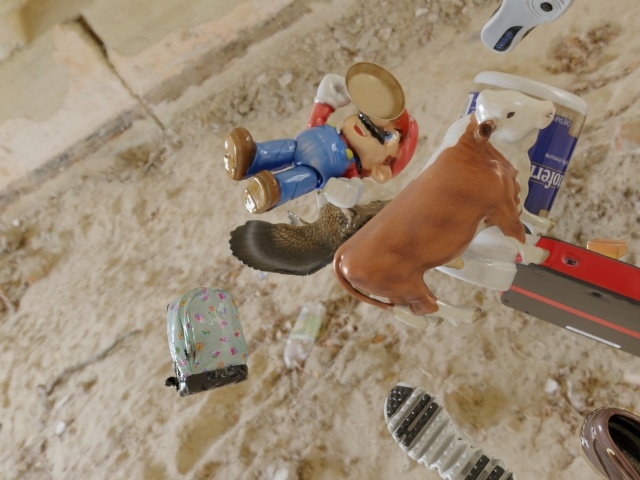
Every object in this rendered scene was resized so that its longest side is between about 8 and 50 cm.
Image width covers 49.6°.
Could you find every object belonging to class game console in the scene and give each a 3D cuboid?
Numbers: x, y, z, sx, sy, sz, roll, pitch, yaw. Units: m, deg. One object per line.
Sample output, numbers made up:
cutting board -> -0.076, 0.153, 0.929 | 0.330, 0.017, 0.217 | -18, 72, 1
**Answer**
game console -> 0.512, 0.119, 1.210 | 0.387, 0.342, 0.060 | 22, 77, 16

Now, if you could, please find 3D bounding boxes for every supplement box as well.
supplement box -> 0.693, 0.114, 1.692 | 0.078, 0.233, 0.080 | 7, 11, 36

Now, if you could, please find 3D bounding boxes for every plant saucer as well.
plant saucer -> 0.063, -0.176, 0.830 | 0.083, 0.083, 0.015 | -58, 9, -35

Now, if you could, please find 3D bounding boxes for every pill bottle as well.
pill bottle -> 0.236, -0.077, 0.921 | 0.153, 0.153, 0.264 | 40, 115, 63

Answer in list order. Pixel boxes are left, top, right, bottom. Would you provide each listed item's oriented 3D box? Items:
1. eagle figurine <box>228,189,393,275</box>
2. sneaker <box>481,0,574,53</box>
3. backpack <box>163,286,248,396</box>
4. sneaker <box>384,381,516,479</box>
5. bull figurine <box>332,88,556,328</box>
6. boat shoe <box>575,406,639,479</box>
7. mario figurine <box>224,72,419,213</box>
eagle figurine -> 0.001, -0.009, 1.366 | 0.298, 0.226, 0.225 | -26, 34, 38
sneaker -> 0.320, -0.370, 1.014 | 0.121, 0.079, 0.217 | -55, 8, -16
backpack -> -0.202, 0.175, 1.240 | 0.152, 0.181, 0.115 | -2, -16, -46
sneaker -> 0.226, 0.368, 1.225 | 0.110, 0.118, 0.292 | -47, 53, -1
bull figurine -> 0.161, -0.026, 0.798 | 0.310, 0.188, 0.101 | -42, 12, 17
boat shoe -> 0.315, 0.223, 0.592 | 0.073, 0.207, 0.073 | -47, -17, -20
mario figurine -> 0.023, -0.155, 1.045 | 0.321, 0.198, 0.170 | -20, 11, -31
